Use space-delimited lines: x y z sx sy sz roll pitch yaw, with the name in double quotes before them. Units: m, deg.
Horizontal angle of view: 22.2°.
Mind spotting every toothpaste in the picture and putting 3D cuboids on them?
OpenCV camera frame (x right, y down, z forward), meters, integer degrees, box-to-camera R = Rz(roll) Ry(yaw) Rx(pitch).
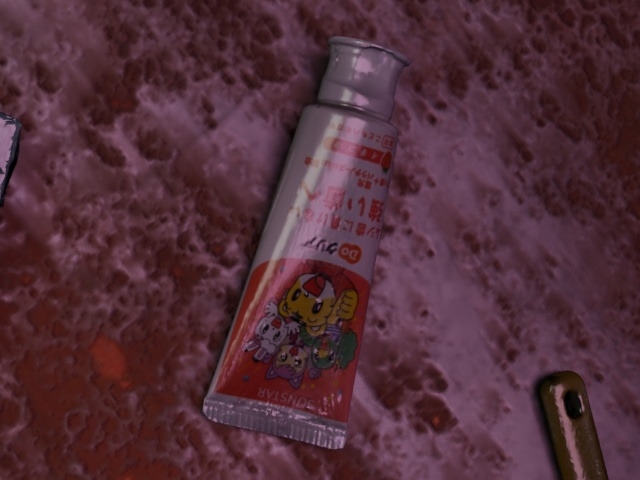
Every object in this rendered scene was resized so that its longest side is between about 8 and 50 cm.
"toothpaste" 0.000 0.000 0.955 0.089 0.057 0.234 15 88 -17

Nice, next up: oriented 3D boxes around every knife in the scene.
"knife" 0.201 0.244 1.003 0.061 0.027 0.343 -13 89 -23

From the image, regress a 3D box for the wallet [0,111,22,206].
"wallet" -0.292 0.088 0.852 0.191 0.046 0.379 16 79 -16
